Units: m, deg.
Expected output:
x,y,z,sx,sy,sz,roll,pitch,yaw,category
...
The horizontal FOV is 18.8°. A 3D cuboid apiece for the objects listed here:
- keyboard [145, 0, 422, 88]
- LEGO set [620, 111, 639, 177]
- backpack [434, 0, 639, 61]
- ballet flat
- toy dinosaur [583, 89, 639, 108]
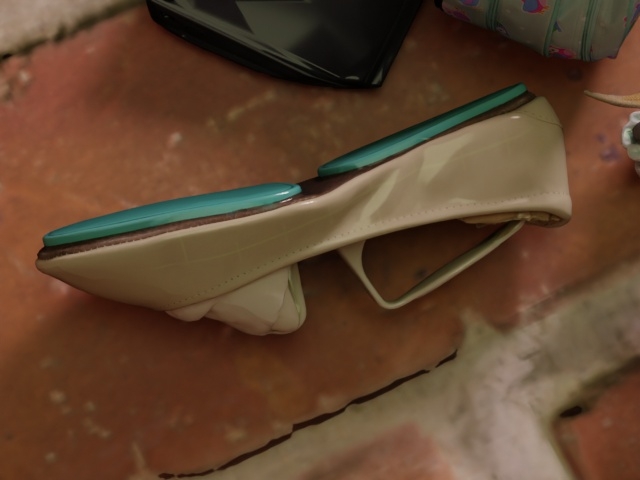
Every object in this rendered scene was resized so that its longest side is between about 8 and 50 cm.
x,y,z,sx,sy,sz,roll,pitch,yaw,category
-0.005,-0.237,0.958,0.201,0.033,0.317,26,72,-2,keyboard
0.189,0.082,0.858,0.132,0.107,0.287,3,75,34,LEGO set
0.120,-0.176,0.890,0.115,0.152,0.182,22,86,16,backpack
0.000,0.000,0.866,0.248,0.086,0.086,-18,75,-9,ballet flat
0.213,-0.091,0.926,0.092,0.053,0.183,39,67,24,toy dinosaur
